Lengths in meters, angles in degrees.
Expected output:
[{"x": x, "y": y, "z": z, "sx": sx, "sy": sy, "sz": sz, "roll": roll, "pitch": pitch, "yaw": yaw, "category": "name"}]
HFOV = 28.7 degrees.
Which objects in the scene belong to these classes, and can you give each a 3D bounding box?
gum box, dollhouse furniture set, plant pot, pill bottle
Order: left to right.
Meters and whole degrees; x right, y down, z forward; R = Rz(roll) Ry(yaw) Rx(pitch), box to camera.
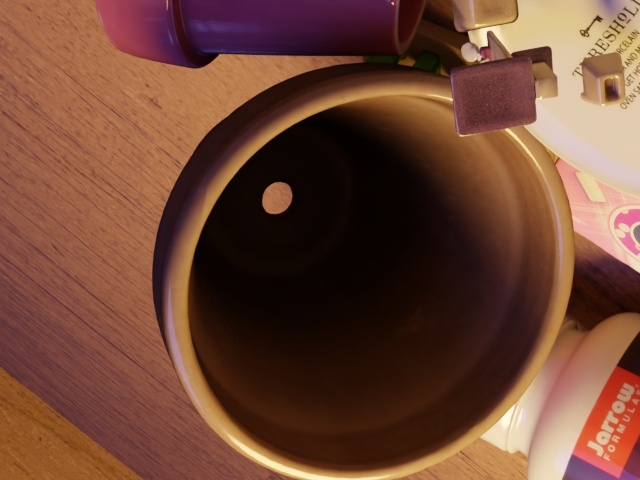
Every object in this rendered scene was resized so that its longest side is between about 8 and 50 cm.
[{"x": -0.022, "y": -0.196, "z": 0.782, "sx": 0.180, "sy": 0.201, "sz": 0.201, "roll": 15, "pitch": 150, "yaw": 11, "category": "plant pot"}, {"x": 0.000, "y": 0.000, "z": 0.841, "sx": 0.263, "sy": 0.263, "sz": 0.229, "roll": 50, "pitch": 175, "yaw": -25, "category": "plant pot"}, {"x": 0.100, "y": -0.126, "z": 0.640, "sx": 0.081, "sy": 0.091, "sz": 0.114, "roll": -103, "pitch": 3, "yaw": -65, "category": "dollhouse furniture set"}, {"x": 0.251, "y": -0.020, "z": 0.857, "sx": 0.188, "sy": 0.062, "sz": 0.107, "roll": 34, "pitch": 155, "yaw": 7, "category": "gum box"}, {"x": 0.294, "y": 0.175, "z": 0.993, "sx": 0.323, "sy": 0.181, "sz": 0.181, "roll": 25, "pitch": 152, "yaw": 22, "category": "pill bottle"}]

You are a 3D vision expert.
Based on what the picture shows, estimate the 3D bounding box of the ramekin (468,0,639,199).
[{"x": 0.199, "y": -0.130, "z": 0.665, "sx": 0.273, "sy": 0.127, "sz": 0.273, "roll": 29, "pitch": 154, "yaw": 16, "category": "ramekin"}]

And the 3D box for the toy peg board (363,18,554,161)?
[{"x": 0.089, "y": -0.077, "z": 0.952, "sx": 0.161, "sy": 0.079, "sz": 0.160, "roll": 27, "pitch": 153, "yaw": 22, "category": "toy peg board"}]
